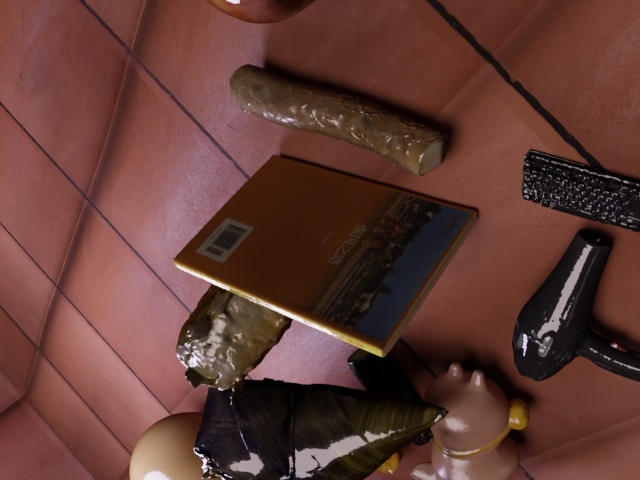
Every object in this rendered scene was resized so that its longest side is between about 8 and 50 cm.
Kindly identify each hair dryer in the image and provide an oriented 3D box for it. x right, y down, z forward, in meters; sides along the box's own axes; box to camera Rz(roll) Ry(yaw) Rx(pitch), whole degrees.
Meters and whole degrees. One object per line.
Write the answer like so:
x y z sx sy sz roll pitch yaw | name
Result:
0.400 0.121 0.895 0.272 0.091 0.235 22 124 13 | hair dryer

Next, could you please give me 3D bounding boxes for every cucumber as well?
0.130 0.289 1.260 0.078 0.062 0.211 -24 102 49 | cucumber

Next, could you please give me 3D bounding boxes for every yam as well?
0.020 -0.175 0.998 0.357 0.081 0.081 26 135 29 | yam

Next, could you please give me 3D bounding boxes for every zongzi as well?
0.056 0.379 1.222 0.433 0.207 0.403 -9 142 22 | zongzi

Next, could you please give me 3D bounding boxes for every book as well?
0.000 0.000 1.006 0.374 0.262 0.028 20 144 32 | book

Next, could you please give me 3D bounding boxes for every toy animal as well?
0.242 0.306 1.115 0.165 0.149 0.247 22 123 53 | toy animal

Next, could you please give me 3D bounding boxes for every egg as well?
-0.302 0.577 1.700 0.374 0.301 0.300 8 125 45 | egg

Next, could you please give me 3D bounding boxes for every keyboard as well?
0.350 -0.046 0.830 0.231 0.023 0.072 21 135 31 | keyboard

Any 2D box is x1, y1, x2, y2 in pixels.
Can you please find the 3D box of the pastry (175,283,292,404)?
-0.111 0.095 1.158 0.136 0.329 0.330 38 141 -9 | pastry

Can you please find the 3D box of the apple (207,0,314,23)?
-0.072 -0.390 0.808 0.254 0.253 0.253 24 134 28 | apple

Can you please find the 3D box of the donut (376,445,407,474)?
0.104 0.381 1.359 0.152 0.058 0.151 25 133 29 | donut
